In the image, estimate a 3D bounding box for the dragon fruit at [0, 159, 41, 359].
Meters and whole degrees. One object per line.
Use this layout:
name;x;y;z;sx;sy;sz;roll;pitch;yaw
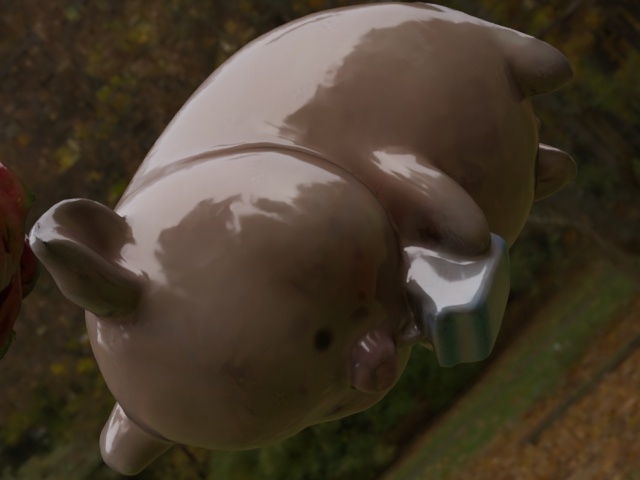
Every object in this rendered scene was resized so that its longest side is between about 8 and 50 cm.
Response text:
dragon fruit;-0.279;0.044;0.998;0.198;0.200;0.269;-24;42;21

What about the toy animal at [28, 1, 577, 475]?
toy animal;0.000;0.003;0.844;0.195;0.213;0.256;85;-154;-45
